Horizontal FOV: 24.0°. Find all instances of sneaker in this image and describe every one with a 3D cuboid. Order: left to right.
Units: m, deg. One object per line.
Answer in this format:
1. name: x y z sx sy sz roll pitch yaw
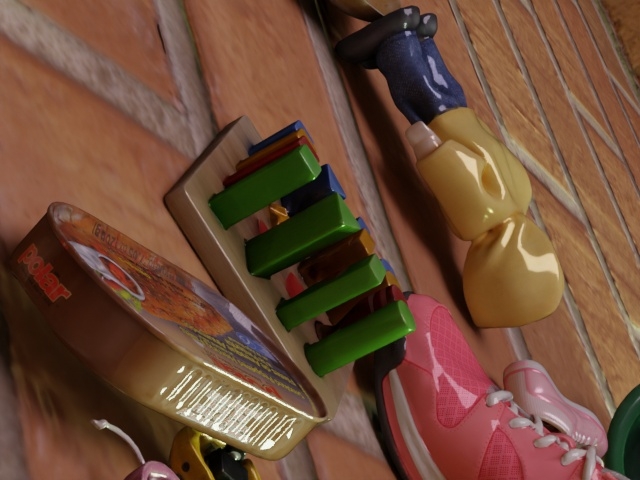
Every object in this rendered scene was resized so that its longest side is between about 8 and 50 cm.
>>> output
1. sneaker: 0.144 0.164 0.972 0.314 0.136 0.116 66 18 10
2. sneaker: 0.196 0.162 1.247 0.134 0.051 0.070 45 26 -33

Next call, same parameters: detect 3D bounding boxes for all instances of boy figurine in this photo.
1. boy figurine: 0.121 -0.058 1.291 0.285 0.092 0.177 65 19 6

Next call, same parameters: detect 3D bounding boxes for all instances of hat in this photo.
1. hat: 0.330 0.234 1.520 0.208 0.173 0.183 38 -19 -11

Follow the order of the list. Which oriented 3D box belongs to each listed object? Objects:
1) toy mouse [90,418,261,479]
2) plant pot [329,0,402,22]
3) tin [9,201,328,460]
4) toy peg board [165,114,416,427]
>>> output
1. toy mouse: -0.051 0.143 0.652 0.161 0.031 0.143 44 25 -42
2. plant pot: -0.010 -0.281 1.315 0.236 0.032 0.236 49 19 -23
3. tin: -0.066 0.046 0.689 0.106 0.040 0.190 42 4 38
4. toy peg board: 0.000 0.000 0.910 0.161 0.079 0.160 59 19 -12
